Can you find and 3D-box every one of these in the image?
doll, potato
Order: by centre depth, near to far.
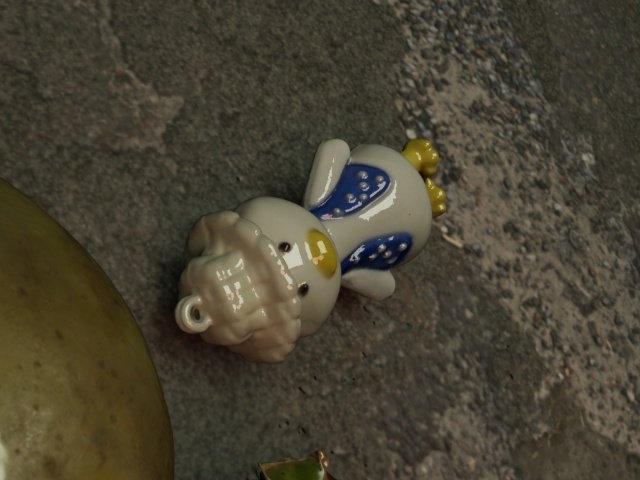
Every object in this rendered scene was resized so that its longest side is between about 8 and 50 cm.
[{"bbox_3d":[-0.215,0.088,0.585,0.326,0.221,0.243,41,40,4],"label":"potato"},{"bbox_3d":[0.000,0.000,0.854,0.293,0.119,0.138,-29,108,-41],"label":"doll"}]

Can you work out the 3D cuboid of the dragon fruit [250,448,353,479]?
[{"bbox_3d":[-0.020,0.239,0.684,0.172,0.172,0.209,-9,81,-38],"label":"dragon fruit"}]
